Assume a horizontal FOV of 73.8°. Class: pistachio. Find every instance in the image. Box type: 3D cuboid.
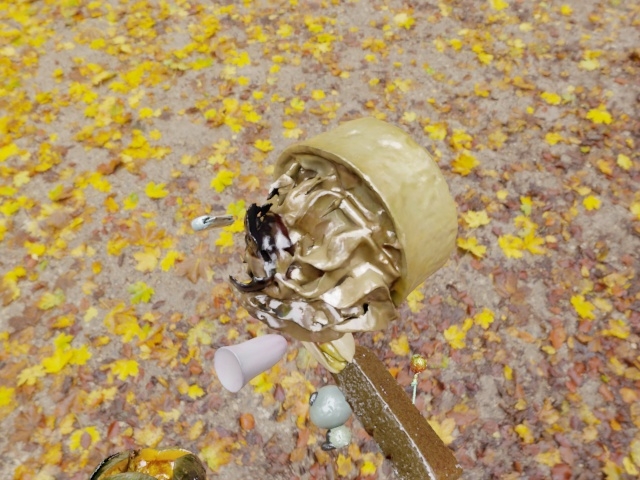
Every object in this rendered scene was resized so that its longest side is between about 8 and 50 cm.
[{"bbox_3d":[0.010,0.219,1.035,0.117,0.145,0.200,-47,72,5],"label":"pistachio"}]

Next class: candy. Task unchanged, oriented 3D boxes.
[{"bbox_3d":[0.321,0.485,1.437,0.060,0.060,0.201,9,70,9],"label":"candy"}]

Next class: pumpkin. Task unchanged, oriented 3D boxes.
[{"bbox_3d":[-0.457,0.672,1.130,0.319,0.320,0.193,2,88,4],"label":"pumpkin"}]

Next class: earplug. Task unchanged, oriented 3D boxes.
[{"bbox_3d":[-0.245,0.454,1.683,0.172,0.173,0.301,42,33,26],"label":"earplug"}]

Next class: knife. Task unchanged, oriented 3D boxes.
[{"bbox_3d":[-0.196,-0.036,0.804,0.044,0.162,0.023,-27,91,8],"label":"knife"}]

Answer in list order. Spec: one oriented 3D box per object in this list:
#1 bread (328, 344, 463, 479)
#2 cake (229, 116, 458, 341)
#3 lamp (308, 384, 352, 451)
[{"bbox_3d":[0.171,0.447,1.102,0.113,0.165,0.417,-51,48,13],"label":"bread"},{"bbox_3d":[0.005,0.001,0.691,0.321,0.333,0.332,-35,61,-29],"label":"cake"},{"bbox_3d":[0.053,0.733,1.783,0.197,0.198,0.244,-13,76,-6],"label":"lamp"}]
